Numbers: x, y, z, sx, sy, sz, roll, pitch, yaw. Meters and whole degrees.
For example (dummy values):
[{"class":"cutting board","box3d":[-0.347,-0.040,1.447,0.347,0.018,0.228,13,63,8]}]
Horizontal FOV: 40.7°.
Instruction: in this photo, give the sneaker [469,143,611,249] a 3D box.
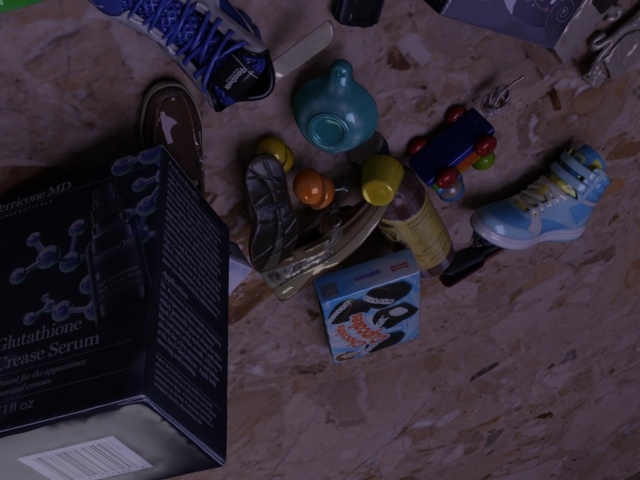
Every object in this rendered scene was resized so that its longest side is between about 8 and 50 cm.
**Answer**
[{"class":"sneaker","box3d":[0.443,-0.098,1.702,0.319,0.127,0.208,-8,135,-40]}]

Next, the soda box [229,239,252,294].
[{"class":"soda box","box3d":[-0.216,0.091,1.444,0.216,0.074,0.069,-47,138,13]}]

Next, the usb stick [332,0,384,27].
[{"class":"usb stick","box3d":[0.081,-0.432,1.217,0.077,0.045,0.278,-2,129,-23]}]

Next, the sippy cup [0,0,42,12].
[{"class":"sippy cup","box3d":[-0.380,-0.363,0.868,0.240,0.305,0.224,-2,123,6]}]

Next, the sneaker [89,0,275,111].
[{"class":"sneaker","box3d":[-0.156,-0.273,1.109,0.127,0.182,0.315,-48,137,12]}]

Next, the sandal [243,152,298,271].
[{"class":"sandal","box3d":[-0.091,-0.049,1.393,0.090,0.060,0.219,-22,127,-17]}]

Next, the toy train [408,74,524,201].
[{"class":"toy train","box3d":[0.286,-0.176,1.551,0.248,0.105,0.143,-40,149,5]}]

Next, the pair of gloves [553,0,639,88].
[{"class":"pair of gloves","box3d":[0.513,-0.387,1.537,0.240,0.042,0.204,22,111,-45]}]

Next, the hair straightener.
[{"class":"hair straightener","box3d":[0.348,0.014,1.798,0.230,0.047,0.089,-25,138,-10]}]

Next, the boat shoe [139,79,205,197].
[{"class":"boat shoe","box3d":[-0.208,-0.112,1.289,0.095,0.095,0.257,-17,135,-19]}]

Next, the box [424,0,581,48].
[{"class":"box","box3d":[0.272,-0.408,1.286,0.247,0.142,0.163,5,126,-36]}]

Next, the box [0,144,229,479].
[{"class":"box","box3d":[-0.297,0.113,1.158,0.294,0.395,0.212,-17,140,14]}]

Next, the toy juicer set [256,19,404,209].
[{"class":"toy juicer set","box3d":[-0.013,-0.187,1.343,0.209,0.089,0.329,-9,128,24]}]

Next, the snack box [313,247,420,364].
[{"class":"snack box","box3d":[0.095,0.135,1.661,0.187,0.060,0.322,-18,152,-3]}]

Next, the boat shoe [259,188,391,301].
[{"class":"boat shoe","box3d":[0.000,0.000,1.482,0.285,0.104,0.089,-39,98,26]}]

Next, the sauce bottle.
[{"class":"sauce bottle","box3d":[0.142,-0.064,1.551,0.111,0.111,0.344,-35,134,1]}]
